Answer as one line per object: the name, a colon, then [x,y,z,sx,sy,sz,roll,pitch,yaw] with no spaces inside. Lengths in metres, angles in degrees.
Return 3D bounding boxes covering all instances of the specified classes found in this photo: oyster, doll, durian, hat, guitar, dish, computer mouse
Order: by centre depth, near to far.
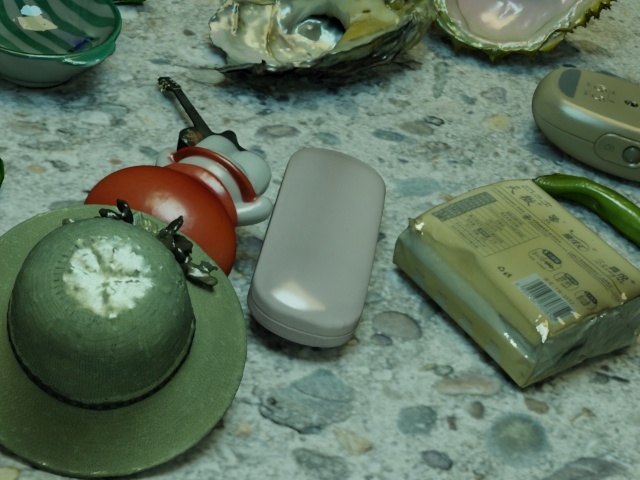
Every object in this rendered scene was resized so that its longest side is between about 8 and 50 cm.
hat: [-0.180,0.059,1.150,0.257,0.130,0.257,4,65,-9]
doll: [-0.157,-0.005,1.329,0.161,0.130,0.290,30,46,14]
guitar: [-0.138,-0.123,1.579,0.088,0.025,0.233,-8,40,-27]
dish: [-0.325,-0.243,1.630,0.224,0.078,0.246,32,40,22]
computer mouse: [0.374,-0.138,1.720,0.236,0.082,0.145,19,35,4]
oyster: [-0.004,-0.260,1.746,0.271,0.100,0.275,16,48,7]
durian: [0.239,-0.333,1.887,0.305,0.185,0.195,25,64,-5]

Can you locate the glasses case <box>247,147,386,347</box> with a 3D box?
glasses case: [0.000,0.000,1.415,0.113,0.075,0.297,19,35,-3]

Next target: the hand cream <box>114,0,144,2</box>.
hand cream: [-0.361,-0.329,1.773,0.275,0.050,0.079,-3,12,-15]

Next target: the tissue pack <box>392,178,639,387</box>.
tissue pack: [0.209,0.036,1.427,0.186,0.090,0.222,-19,46,-34]

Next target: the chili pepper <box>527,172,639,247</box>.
chili pepper: [0.332,-0.034,1.602,0.201,0.050,0.052,35,4,29]

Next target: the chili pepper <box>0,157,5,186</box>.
chili pepper: [-0.385,-0.043,1.368,0.182,0.050,0.073,-15,38,-37]
